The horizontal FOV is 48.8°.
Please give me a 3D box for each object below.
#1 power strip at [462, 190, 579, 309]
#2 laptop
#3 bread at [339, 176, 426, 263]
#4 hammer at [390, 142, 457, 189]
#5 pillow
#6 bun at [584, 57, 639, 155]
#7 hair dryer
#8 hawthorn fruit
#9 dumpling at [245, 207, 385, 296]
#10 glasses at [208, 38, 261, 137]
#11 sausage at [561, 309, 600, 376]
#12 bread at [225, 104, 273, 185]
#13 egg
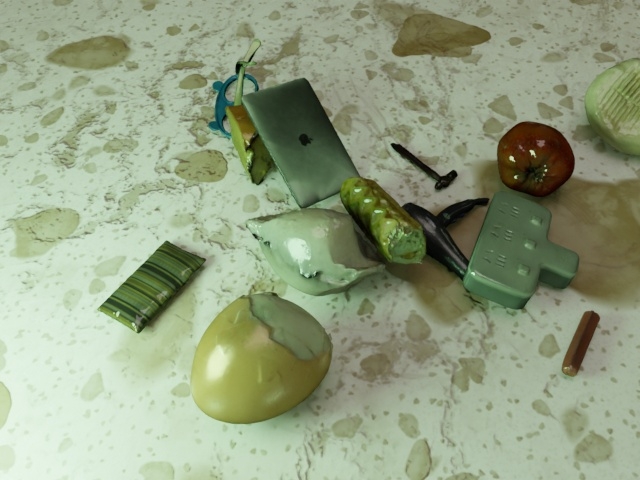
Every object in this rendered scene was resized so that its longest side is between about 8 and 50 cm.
[{"bbox_3d":[0.394,0.024,1.351,0.193,0.059,0.265,23,47,8],"label":"power strip"},{"bbox_3d":[-0.037,-0.213,1.504,0.187,0.015,0.269,-27,87,-35],"label":"laptop"},{"bbox_3d":[0.115,-0.048,1.385,0.098,0.087,0.269,10,24,-28],"label":"bread"},{"bbox_3d":[0.223,-0.172,1.568,0.065,0.021,0.178,-33,54,-22],"label":"hammer"},{"bbox_3d":[-0.325,0.086,1.371,0.113,0.038,0.203,24,55,25],"label":"pillow"},{"bbox_3d":[0.707,-0.296,1.572,0.229,0.145,0.230,-2,83,13],"label":"bun"},{"bbox_3d":[0.284,-0.032,1.429,0.219,0.075,0.195,-31,65,-30],"label":"hair dryer"},{"bbox_3d":[0.453,-0.190,1.495,0.162,0.163,0.203,8,36,9],"label":"hawthorn fruit"},{"bbox_3d":[0.003,-0.003,1.361,0.243,0.175,0.227,53,38,8],"label":"dumpling"},{"bbox_3d":[-0.171,-0.363,1.665,0.102,0.207,0.239,22,47,-26],"label":"glasses"},{"bbox_3d":[0.462,0.181,1.253,0.030,0.035,0.147,21,53,24],"label":"sausage"},{"bbox_3d":[-0.120,-0.216,1.549,0.169,0.140,0.160,-5,45,-2],"label":"bread"},{"bbox_3d":[-0.103,0.197,1.166,0.244,0.201,0.201,-39,58,-12],"label":"egg"}]
